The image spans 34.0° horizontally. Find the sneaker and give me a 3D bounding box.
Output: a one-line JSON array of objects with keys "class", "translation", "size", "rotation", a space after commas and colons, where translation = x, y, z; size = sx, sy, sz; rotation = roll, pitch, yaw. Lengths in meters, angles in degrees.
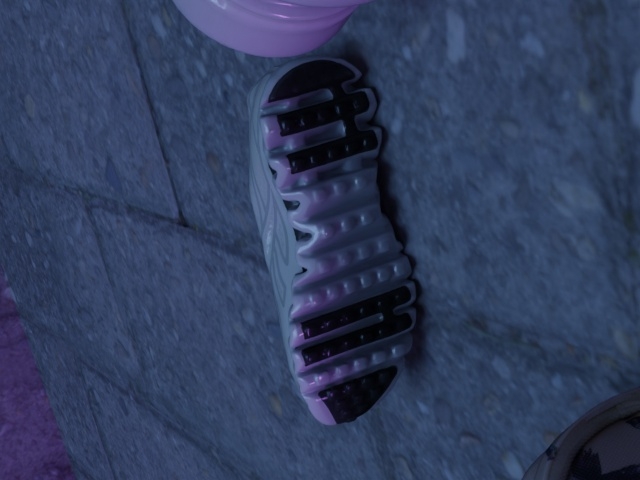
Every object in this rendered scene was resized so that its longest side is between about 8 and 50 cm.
[{"class": "sneaker", "translation": [0.000, 0.000, 0.824], "size": [0.118, 0.110, 0.292], "rotation": [-159, 59, -64]}]

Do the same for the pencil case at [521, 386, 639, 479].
[{"class": "pencil case", "translation": [0.173, 0.265, 0.640], "size": [0.410, 0.160, 0.183], "rotation": [97, 157, -44]}]

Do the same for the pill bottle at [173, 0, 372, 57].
[{"class": "pill bottle", "translation": [0.011, -0.232, 0.531], "size": [0.176, 0.176, 0.318], "rotation": [60, 152, 12]}]
